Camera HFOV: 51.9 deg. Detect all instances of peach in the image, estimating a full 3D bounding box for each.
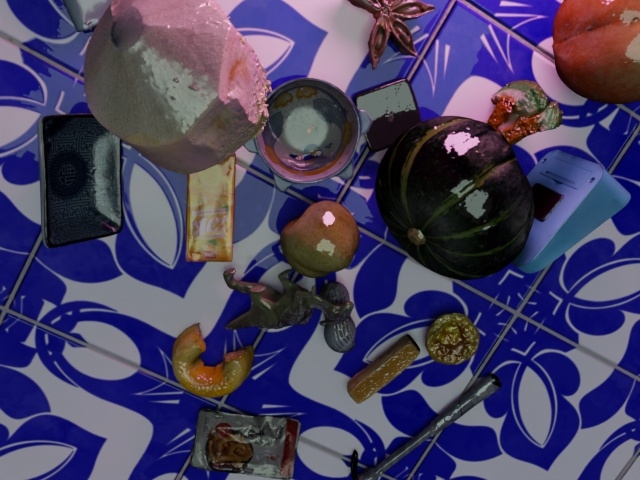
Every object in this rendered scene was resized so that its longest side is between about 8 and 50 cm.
[{"bbox_3d":[0.565,-0.384,1.252,0.252,0.252,0.253,-2,106,-7],"label":"peach"}]

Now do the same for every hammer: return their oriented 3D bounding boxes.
[{"bbox_3d":[0.254,0.460,1.548,0.426,0.044,0.152,-37,106,3],"label":"hammer"}]

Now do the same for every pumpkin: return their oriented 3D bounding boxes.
[{"bbox_3d":[0.252,-0.077,1.252,0.241,0.323,0.323,-34,108,-19],"label":"pumpkin"}]

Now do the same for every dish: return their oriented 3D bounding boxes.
[{"bbox_3d":[-0.032,-0.207,1.298,0.236,0.086,0.228,12,105,-11],"label":"dish"},{"bbox_3d":[-0.472,-0.121,1.253,0.080,0.181,0.244,11,106,30],"label":"dish"}]

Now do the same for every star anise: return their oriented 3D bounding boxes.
[{"bbox_3d":[0.132,-0.445,1.267,0.171,0.063,0.208,-30,104,-2],"label":"star anise"}]

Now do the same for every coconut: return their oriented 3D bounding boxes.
[{"bbox_3d":[-0.240,-0.276,1.105,0.297,0.309,0.298,-2,79,13],"label":"coconut"}]

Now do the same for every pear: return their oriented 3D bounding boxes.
[{"bbox_3d":[0.000,0.000,1.321,0.167,0.167,0.136,-42,98,6],"label":"pear"}]

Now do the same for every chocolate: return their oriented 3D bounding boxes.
[{"bbox_3d":[0.037,0.168,1.419,0.072,0.072,0.167,-11,107,-4],"label":"chocolate"}]

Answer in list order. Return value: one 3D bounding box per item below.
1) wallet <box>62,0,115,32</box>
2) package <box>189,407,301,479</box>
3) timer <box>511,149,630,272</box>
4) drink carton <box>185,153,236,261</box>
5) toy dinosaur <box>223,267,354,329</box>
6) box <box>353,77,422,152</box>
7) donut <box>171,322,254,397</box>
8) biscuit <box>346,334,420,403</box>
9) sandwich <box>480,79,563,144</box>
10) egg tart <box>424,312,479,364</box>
[{"bbox_3d":[-0.363,-0.544,1.180,0.290,0.054,0.252,-24,111,-5],"label":"wallet"},{"bbox_3d":[-0.170,0.462,1.498,0.239,0.030,0.154,9,102,-9],"label":"package"},{"bbox_3d":[0.463,-0.049,1.331,0.091,0.232,0.250,39,99,-18],"label":"timer"},{"bbox_3d":[-0.220,-0.071,1.320,0.096,0.071,0.223,2,105,-9],"label":"drink carton"},{"bbox_3d":[-0.081,0.132,1.355,0.293,0.077,0.162,0,134,26],"label":"toy dinosaur"},{"bbox_3d":[0.139,-0.255,1.339,0.125,0.027,0.126,-20,106,-4],"label":"box"},{"bbox_3d":[-0.238,0.272,1.414,0.181,0.078,0.146,24,99,-12],"label":"donut"},{"bbox_3d":[0.140,0.287,1.475,0.188,0.056,0.052,-40,108,4],"label":"biscuit"},{"bbox_3d":[0.369,-0.234,1.292,0.159,0.185,0.109,-34,99,0],"label":"sandwich"},{"bbox_3d":[0.296,0.218,1.477,0.130,0.052,0.131,-1,105,-5],"label":"egg tart"}]
